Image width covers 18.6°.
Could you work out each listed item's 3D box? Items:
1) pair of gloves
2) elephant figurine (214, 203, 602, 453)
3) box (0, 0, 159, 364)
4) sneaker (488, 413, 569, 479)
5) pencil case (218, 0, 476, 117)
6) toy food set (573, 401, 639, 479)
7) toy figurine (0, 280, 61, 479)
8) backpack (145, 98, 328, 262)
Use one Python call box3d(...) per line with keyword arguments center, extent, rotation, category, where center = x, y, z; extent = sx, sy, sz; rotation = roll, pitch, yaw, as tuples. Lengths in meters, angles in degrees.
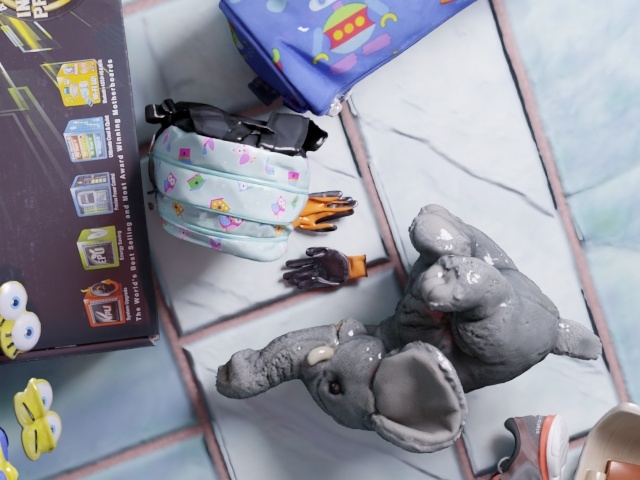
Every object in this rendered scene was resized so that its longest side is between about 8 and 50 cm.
box3d(center=(0.000, 0.000, 1.667), extent=(0.074, 0.010, 0.083), rotation=(-10, 101, -2), category="pair of gloves")
box3d(center=(0.070, 0.102, 1.639), extent=(0.239, 0.186, 0.169), rotation=(-50, 146, 12), category="elephant figurine")
box3d(center=(-0.305, -0.095, 1.563), extent=(0.318, 0.097, 0.395), rotation=(-6, 101, -6), category="box")
box3d(center=(0.179, 0.225, 1.716), extent=(0.064, 0.061, 0.158), rotation=(7, 97, 18), category="sneaker")
box3d(center=(0.067, -0.217, 1.589), extent=(0.306, 0.119, 0.133), rotation=(-34, 100, -2), category="pencil case")
box3d(center=(0.310, 0.318, 1.684), extent=(0.219, 0.092, 0.306), rotation=(20, 78, -16), category="toy food set")
box3d(center=(-0.285, 0.225, 1.500), extent=(0.191, 0.217, 0.363), rotation=(-10, 119, -5), category="toy figurine")
box3d(center=(-0.068, -0.048, 1.559), extent=(0.152, 0.182, 0.115), rotation=(6, 96, -7), category="backpack")
